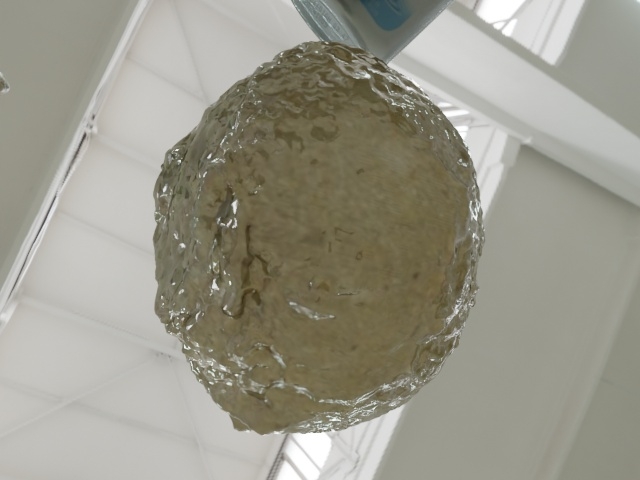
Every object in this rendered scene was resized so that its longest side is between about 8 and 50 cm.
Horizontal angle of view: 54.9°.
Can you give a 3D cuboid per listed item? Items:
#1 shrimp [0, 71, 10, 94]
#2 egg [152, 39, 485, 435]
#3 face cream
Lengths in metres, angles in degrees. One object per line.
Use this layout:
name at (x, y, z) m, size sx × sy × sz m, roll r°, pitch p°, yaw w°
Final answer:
shrimp at (-0.448, -0.214, 0.695) m, size 0.188 × 0.132 × 0.051 m, roll 20°, pitch -93°, yaw -2°
egg at (0.000, 0.000, 0.498) m, size 0.280 × 0.279 × 0.310 m, roll 4°, pitch -94°, yaw -21°
face cream at (0.115, -0.355, 0.740) m, size 0.336 × 0.080 × 0.163 m, roll -45°, pitch -79°, yaw -19°
